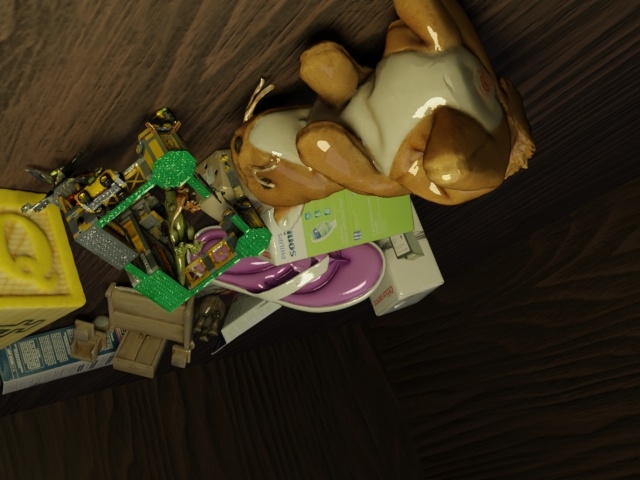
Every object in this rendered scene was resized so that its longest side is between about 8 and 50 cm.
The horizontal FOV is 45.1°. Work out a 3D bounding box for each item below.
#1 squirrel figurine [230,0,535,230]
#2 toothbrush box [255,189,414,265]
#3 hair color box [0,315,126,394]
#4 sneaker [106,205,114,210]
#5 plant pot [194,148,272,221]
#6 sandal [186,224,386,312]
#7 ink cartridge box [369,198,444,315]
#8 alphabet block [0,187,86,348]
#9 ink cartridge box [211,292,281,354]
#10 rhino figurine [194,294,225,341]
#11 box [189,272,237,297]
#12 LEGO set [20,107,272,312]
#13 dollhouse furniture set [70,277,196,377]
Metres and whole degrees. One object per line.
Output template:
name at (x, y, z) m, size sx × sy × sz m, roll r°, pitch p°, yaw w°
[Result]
squirrel figurine at (0.081, -0.136, 1.094) m, size 0.371 × 0.281 × 0.397 m, roll -21°, pitch 166°, yaw 33°
toothbrush box at (-0.001, -0.054, 1.438) m, size 0.283 × 0.122 × 0.206 m, roll -13°, pitch -168°, yaw -24°
hair color box at (-0.670, 0.295, 2.034) m, size 0.347 × 0.105 × 0.174 m, roll -13°, pitch 166°, yaw -28°
sneaker at (-0.377, -0.033, 1.266) m, size 0.065 × 0.061 × 0.158 m, roll -15°, pitch 166°, yaw 4°
plant pot at (-0.150, -0.093, 1.278) m, size 0.096 × 0.109 × 0.109 m, roll 12°, pitch 147°, yaw -42°
sandal at (-0.079, 0.052, 1.544) m, size 0.417 × 0.169 × 0.102 m, roll 3°, pitch 171°, yaw 12°
ink cartridge box at (0.154, 0.014, 1.759) m, size 0.115 × 0.272 × 0.198 m, roll -16°, pitch 166°, yaw -16°
alphabet block at (-0.498, 0.047, 1.124) m, size 0.197 × 0.192 × 0.193 m, roll -27°, pitch 167°, yaw 25°
ink cartridge box at (-0.187, 0.170, 1.961) m, size 0.224 × 0.045 × 0.223 m, roll -36°, pitch -167°, yaw 12°
rhino figurine at (-0.306, 0.204, 1.998) m, size 0.073 × 0.106 × 0.243 m, roll 23°, pitch 158°, yaw -17°
box at (-0.195, 0.063, 1.913) m, size 0.293 × 0.057 × 0.201 m, roll -29°, pitch 164°, yaw 34°
LEGO set at (-0.246, -0.062, 1.145) m, size 0.255 × 0.192 × 0.331 m, roll -42°, pitch 143°, yaw 10°
dollhouse furniture set at (-0.438, 0.144, 1.848) m, size 0.303 × 0.173 × 0.355 m, roll 13°, pitch 133°, yaw 1°
